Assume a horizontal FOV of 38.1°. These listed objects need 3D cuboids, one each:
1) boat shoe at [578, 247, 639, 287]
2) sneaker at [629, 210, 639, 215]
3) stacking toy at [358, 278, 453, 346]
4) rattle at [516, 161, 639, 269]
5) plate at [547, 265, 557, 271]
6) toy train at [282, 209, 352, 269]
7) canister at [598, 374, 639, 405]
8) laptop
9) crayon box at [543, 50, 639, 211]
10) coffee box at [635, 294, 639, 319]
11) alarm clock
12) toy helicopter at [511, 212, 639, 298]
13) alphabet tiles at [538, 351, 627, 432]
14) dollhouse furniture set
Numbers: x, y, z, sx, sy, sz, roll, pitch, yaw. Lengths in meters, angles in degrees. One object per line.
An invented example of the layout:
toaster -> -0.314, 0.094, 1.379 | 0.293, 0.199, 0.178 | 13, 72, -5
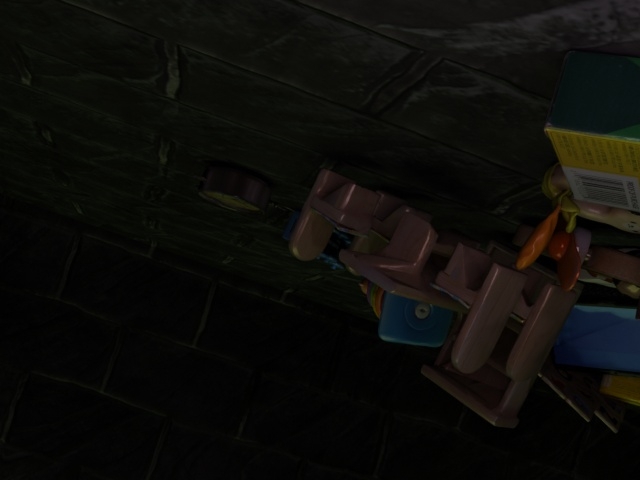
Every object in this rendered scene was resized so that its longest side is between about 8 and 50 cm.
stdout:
boat shoe -> 0.457, 0.048, 1.385 | 0.063, 0.066, 0.184 | 9, 174, -28
sneaker -> 0.366, -0.054, 0.982 | 0.170, 0.063, 0.075 | 20, 171, 16
stacking toy -> 0.170, 0.127, 2.140 | 0.175, 0.165, 0.302 | 10, -174, -22
rattle -> 0.347, -0.004, 1.088 | 0.200, 0.142, 0.130 | 28, 149, -18
plate -> 0.405, 0.074, 1.722 | 0.188, 0.024, 0.188 | 16, 170, 3
toy train -> 0.000, 0.000, 1.898 | 0.105, 0.080, 0.184 | 24, 175, 24
canister -> 0.607, 0.224, 1.755 | 0.126, 0.169, 0.073 | 13, 169, 27
laptop -> 0.473, 0.146, 1.585 | 0.234, 0.136, 0.264 | 1, 166, 34
crayon box -> 0.376, -0.071, 0.813 | 0.319, 0.081, 0.202 | 14, 170, 25
coffee box -> 0.491, 0.055, 1.062 | 0.247, 0.141, 0.098 | 17, 172, -30
alarm clock -> -0.136, -0.086, 1.687 | 0.192, 0.064, 0.129 | 21, 170, -4
toy helicopter -> 0.368, 0.029, 1.256 | 0.235, 0.140, 0.355 | 16, -175, -26
alphabet tiles -> 0.459, 0.222, 1.810 | 0.342, 0.011, 0.285 | 44, -155, 10
dollhouse furniture set -> 0.180, 0.112, 1.384 | 0.394, 0.256, 0.362 | 17, -169, -45
